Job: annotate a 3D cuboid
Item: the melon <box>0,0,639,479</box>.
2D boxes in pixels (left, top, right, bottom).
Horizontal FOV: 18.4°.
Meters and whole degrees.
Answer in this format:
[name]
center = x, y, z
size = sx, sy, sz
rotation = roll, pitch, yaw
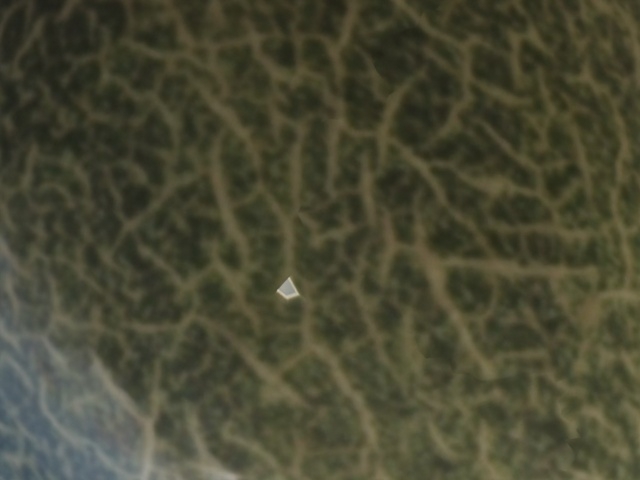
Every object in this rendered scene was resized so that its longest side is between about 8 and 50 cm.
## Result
[melon]
center = 0.000, 0.000, 0.454
size = 0.237, 0.237, 0.301
rotation = -13, -102, -28
